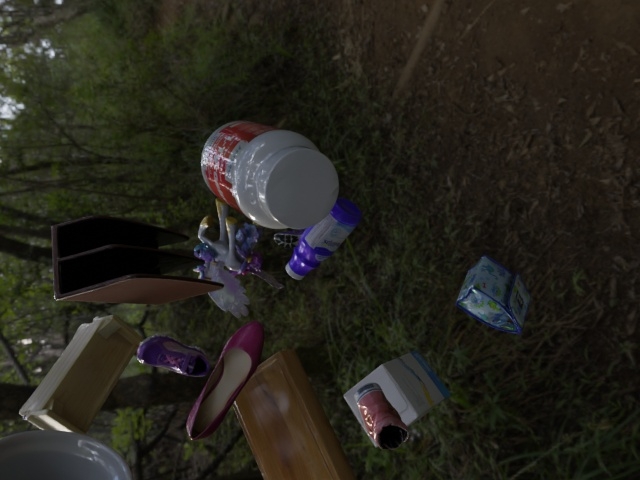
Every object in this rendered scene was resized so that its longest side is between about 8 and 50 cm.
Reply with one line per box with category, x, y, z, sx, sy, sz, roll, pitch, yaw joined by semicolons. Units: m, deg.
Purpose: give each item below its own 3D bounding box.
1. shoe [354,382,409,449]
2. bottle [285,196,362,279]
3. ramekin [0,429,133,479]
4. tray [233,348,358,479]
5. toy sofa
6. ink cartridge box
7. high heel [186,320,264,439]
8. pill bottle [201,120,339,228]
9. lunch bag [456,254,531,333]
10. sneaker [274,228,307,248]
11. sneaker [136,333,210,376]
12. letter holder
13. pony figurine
shoe;0.107;0.308;0.864;0.081;0.064;0.178;59;176;48
bottle;0.000;0.000;1.584;0.282;0.118;0.092;-50;56;24
ramekin;-0.488;0.473;0.942;0.135;0.277;0.277;-70;22;10
tray;-0.067;0.498;1.302;0.203;0.076;0.410;-38;66;22
toy sofa;-0.711;0.412;1.617;0.150;0.177;0.362;51;-140;-29
ink cartridge box;0.221;0.445;1.530;0.171;0.233;0.168;-46;66;25
high heel;-0.184;0.272;1.047;0.244;0.082;0.117;-55;2;-1
pill bottle;-0.127;-0.159;1.286;0.408;0.229;0.228;30;127;58
lunch bag;0.403;0.127;1.214;0.151;0.129;0.096;35;136;3
sneaker;-0.089;-0.016;1.993;0.071;0.170;0.068;-103;15;-49
sneaker;-0.418;0.347;1.566;0.105;0.236;0.095;24;88;50
letter holder;-0.368;0.041;1.138;0.302;0.215;0.151;20;-121;-65
pony figurine;-0.323;0.074;1.975;0.351;0.303;0.363;30;119;22
